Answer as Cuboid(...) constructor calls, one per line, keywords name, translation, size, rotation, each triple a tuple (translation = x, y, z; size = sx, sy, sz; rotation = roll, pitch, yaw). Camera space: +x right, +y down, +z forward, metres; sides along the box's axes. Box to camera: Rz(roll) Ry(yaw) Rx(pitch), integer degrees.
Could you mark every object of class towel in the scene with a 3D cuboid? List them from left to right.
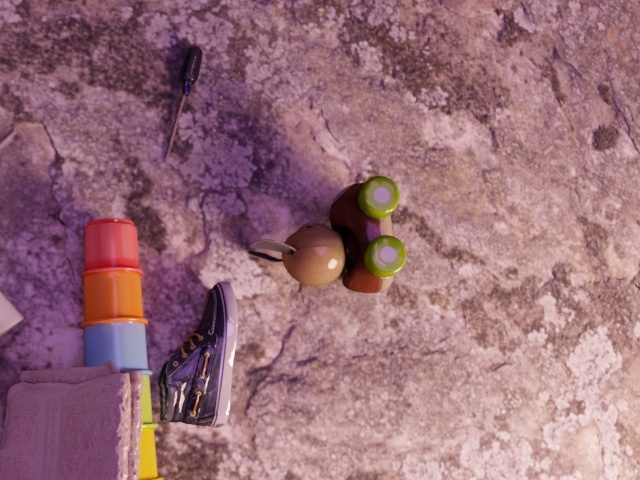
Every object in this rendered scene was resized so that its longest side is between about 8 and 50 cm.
Cuboid(name="towel", translation=(-0.273, 0.276, 0.895), size=(0.049, 0.187, 0.282), rotation=(19, 65, -58))

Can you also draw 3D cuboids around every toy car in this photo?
Cuboid(name="toy car", translation=(0.000, 0.000, 1.092), size=(0.188, 0.155, 0.149), rotation=(-4, 79, -10))

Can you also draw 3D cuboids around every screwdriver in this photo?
Cuboid(name="screwdriver", translation=(-0.186, -0.183, 1.124), size=(0.025, 0.024, 0.170), rotation=(20, 75, -47))

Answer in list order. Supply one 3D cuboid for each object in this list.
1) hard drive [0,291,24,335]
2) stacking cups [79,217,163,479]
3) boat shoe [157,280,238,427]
Cuboid(name="hard drive", translation=(-0.475, 0.009, 0.875), size=(0.040, 0.203, 0.307), rotation=(-39, 95, 18))
Cuboid(name="stacking cups", translation=(-0.247, 0.131, 0.981), size=(0.096, 0.096, 0.316), rotation=(-3, 78, -23))
Cuboid(name="boat shoe", translation=(-0.153, 0.138, 1.033), size=(0.083, 0.065, 0.183), rotation=(7, 76, -22))
